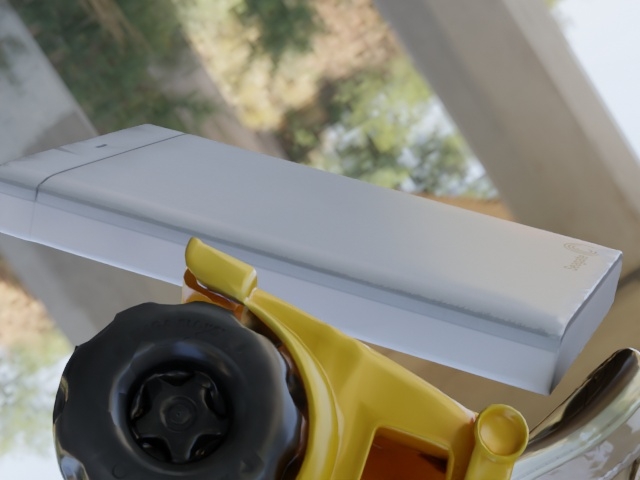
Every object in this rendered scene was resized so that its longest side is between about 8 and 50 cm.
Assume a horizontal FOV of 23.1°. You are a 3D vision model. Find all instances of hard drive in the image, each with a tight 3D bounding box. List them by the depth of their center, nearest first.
[{"bbox_3d":[0.000,0.000,0.992,0.353,0.047,0.233,16,-165,16],"label":"hard drive"}]

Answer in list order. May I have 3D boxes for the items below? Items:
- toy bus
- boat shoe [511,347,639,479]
[{"bbox_3d":[-0.009,0.142,0.525,0.149,0.211,0.220,112,3,-66],"label":"toy bus"},{"bbox_3d":[0.152,0.152,0.915,0.109,0.098,0.302,-38,166,-21],"label":"boat shoe"}]
